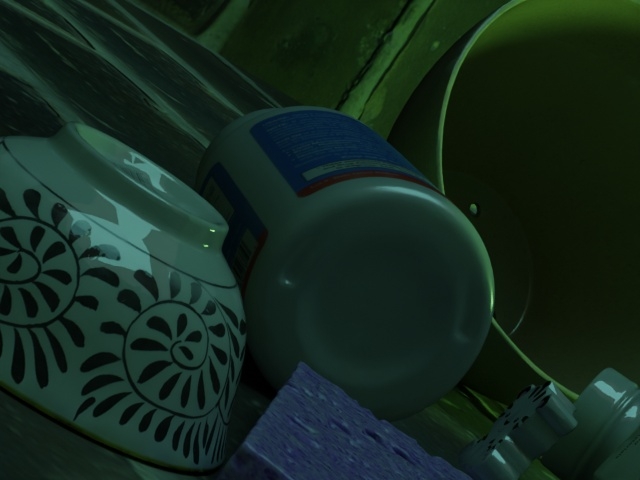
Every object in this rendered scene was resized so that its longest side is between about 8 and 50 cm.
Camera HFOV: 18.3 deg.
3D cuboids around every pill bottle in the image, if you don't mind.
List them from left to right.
[{"bbox_3d":[0.000,0.000,1.025,0.124,0.124,0.221,31,8,-21],"label":"pill bottle"},{"bbox_3d":[0.212,0.147,1.118,0.169,0.094,0.094,36,7,17],"label":"pill bottle"}]

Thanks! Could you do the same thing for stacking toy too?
[{"bbox_3d":[0.145,0.140,0.755,0.167,0.052,0.221,47,-4,-9],"label":"stacking toy"}]

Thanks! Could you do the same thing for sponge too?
[{"bbox_3d":[0.022,0.105,0.784,0.117,0.031,0.210,35,6,2],"label":"sponge"}]

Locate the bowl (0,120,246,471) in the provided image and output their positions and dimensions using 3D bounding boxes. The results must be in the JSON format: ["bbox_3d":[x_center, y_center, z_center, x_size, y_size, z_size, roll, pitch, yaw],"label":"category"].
[{"bbox_3d":[-0.086,0.007,0.760,0.170,0.080,0.170,34,7,-5],"label":"bowl"}]

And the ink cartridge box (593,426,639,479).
[{"bbox_3d":[0.238,0.157,0.932,0.160,0.092,0.219,48,-5,-10],"label":"ink cartridge box"}]

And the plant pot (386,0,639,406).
[{"bbox_3d":[0.143,-0.005,1.328,0.284,0.284,0.191,31,-28,-21],"label":"plant pot"}]
